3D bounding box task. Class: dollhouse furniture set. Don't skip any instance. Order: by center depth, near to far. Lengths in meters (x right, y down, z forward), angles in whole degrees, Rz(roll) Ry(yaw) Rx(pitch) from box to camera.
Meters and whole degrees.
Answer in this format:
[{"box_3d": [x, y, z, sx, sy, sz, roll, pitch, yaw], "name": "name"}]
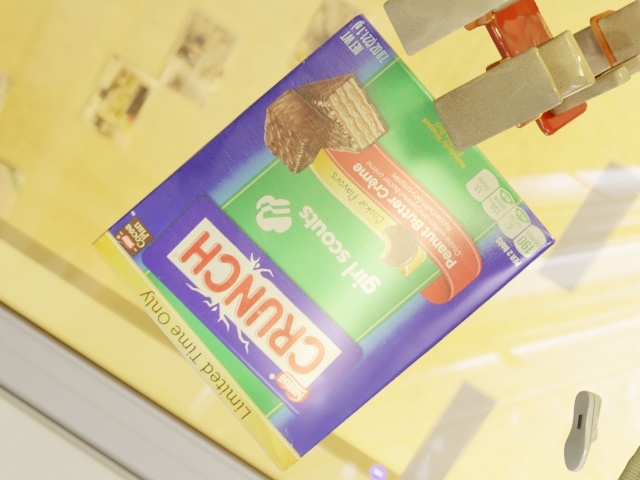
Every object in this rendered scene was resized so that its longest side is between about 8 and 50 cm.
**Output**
[{"box_3d": [0.130, -0.203, 0.946, 0.135, 0.259, 0.262, -26, -177, 39], "name": "dollhouse furniture set"}]

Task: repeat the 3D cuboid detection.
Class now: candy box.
[{"box_3d": [0.000, 0.000, 1.128, 0.317, 0.268, 0.122, -41, -179, 3], "name": "candy box"}]

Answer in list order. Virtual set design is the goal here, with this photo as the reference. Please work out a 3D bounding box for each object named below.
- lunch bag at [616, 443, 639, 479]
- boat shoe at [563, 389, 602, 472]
[{"box_3d": [0.278, 0.115, 0.540, 0.287, 0.235, 0.169, -35, 139, -40], "name": "lunch bag"}, {"box_3d": [0.324, 0.234, 1.522, 0.035, 0.035, 0.100, -2, -105, 57], "name": "boat shoe"}]
